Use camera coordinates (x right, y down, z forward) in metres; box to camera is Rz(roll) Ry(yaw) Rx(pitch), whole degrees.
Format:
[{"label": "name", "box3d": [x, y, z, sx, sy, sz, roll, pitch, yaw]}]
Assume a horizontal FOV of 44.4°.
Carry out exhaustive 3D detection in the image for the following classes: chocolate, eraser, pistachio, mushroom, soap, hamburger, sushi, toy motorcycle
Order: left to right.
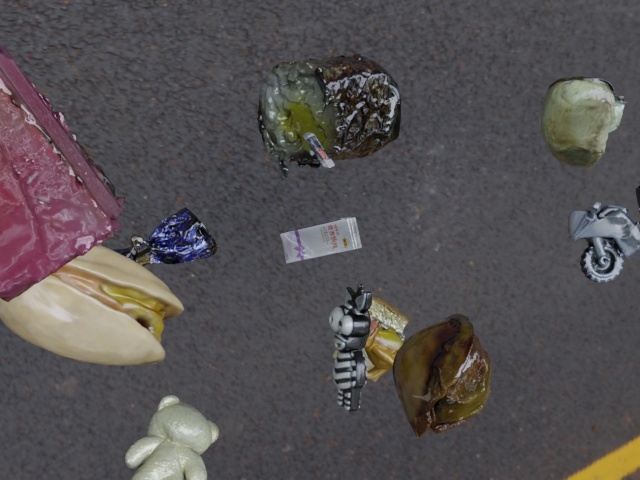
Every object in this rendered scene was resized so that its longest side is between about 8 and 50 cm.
[{"label": "soap", "box3d": [-0.317, -0.085, 0.639, 0.182, 0.112, 0.289, -34, 109, -1]}, {"label": "pistachio", "box3d": [-0.379, 0.104, 1.264, 0.299, 0.187, 0.188, 29, 87, -21]}, {"label": "chocolate", "box3d": [-0.395, 0.046, 1.689, 0.343, 0.126, 0.148, -31, 145, -16]}, {"label": "eraser", "box3d": [-0.003, -0.206, 1.785, 0.027, 0.019, 0.099, -30, 86, -46]}, {"label": "sushi", "box3d": [0.015, -0.335, 2.024, 0.294, 0.299, 0.282, -22, 100, -47]}, {"label": "hamburger", "box3d": [0.139, 0.192, 1.901, 0.135, 0.155, 0.207, -47, 171, 12]}, {"label": "pistachio", "box3d": [0.160, 0.173, 1.003, 0.130, 0.210, 0.165, 13, 75, 2]}, {"label": "mushroom", "box3d": [0.651, -0.288, 2.001, 0.189, 0.267, 0.164, 15, 74, 2]}, {"label": "toy motorcycle", "box3d": [0.600, -0.046, 1.553, 0.270, 0.106, 0.159, -43, 85, -1]}]

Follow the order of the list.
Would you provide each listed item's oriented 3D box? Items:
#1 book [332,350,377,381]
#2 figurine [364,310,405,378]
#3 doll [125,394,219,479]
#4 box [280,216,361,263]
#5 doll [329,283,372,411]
[{"label": "book", "box3d": [0.129, 0.317, 2.212, 0.172, 0.012, 0.118, 35, 91, -29]}, {"label": "figurine", "box3d": [0.087, 0.204, 1.496, 0.122, 0.121, 0.176, -40, 125, 13]}, {"label": "doll", "box3d": [-0.360, 0.514, 1.824, 0.175, 0.149, 0.278, 41, 40, -17]}, {"label": "box", "box3d": [0.000, 0.000, 1.180, 0.036, 0.117, 0.051, -14, 90, -67]}, {"label": "doll", "box3d": [0.052, 0.182, 1.353, 0.067, 0.091, 0.220, 3, 94, -21]}]
